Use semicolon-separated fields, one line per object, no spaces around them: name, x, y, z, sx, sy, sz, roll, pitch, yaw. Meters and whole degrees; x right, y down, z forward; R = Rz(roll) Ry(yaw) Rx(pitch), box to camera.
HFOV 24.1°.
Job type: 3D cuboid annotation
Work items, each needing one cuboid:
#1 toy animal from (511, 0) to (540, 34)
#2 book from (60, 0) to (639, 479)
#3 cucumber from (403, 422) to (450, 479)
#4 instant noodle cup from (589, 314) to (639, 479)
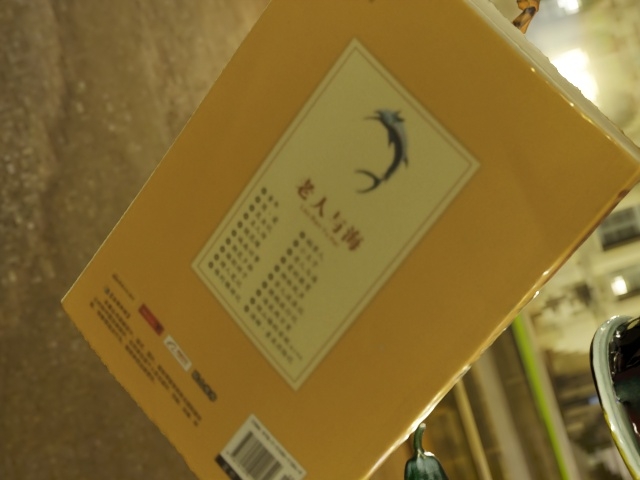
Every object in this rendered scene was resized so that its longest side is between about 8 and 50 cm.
toy animal;0.119;-0.148;1.354;0.255;0.114;0.116;132;-35;-66
book;0.000;0.000;0.993;0.269;0.389;0.032;49;27;18
cucumber;0.092;0.270;1.187;0.056;0.056;0.250;8;77;-81
instant noodle cup;0.302;0.076;0.835;0.215;0.236;0.216;37;31;-27
